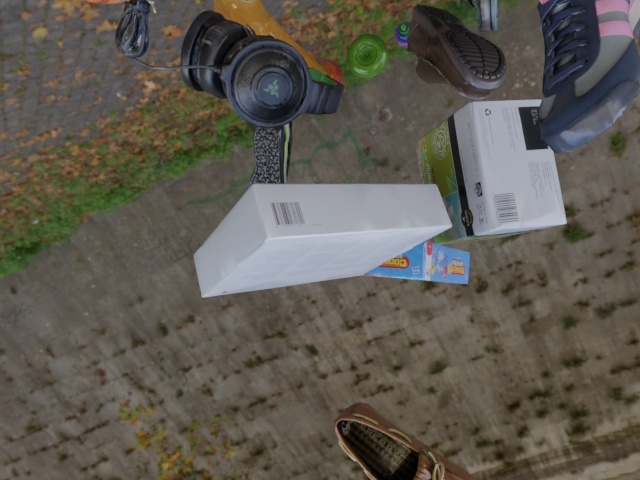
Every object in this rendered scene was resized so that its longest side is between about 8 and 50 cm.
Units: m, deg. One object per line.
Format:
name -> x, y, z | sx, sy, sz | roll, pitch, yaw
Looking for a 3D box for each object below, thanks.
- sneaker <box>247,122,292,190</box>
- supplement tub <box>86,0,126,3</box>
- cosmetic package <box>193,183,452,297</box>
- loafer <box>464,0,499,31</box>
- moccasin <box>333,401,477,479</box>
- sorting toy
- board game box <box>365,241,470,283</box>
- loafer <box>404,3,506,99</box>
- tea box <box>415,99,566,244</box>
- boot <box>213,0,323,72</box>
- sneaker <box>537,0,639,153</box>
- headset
sneaker -> -0.091, -0.163, 0.980 | 0.097, 0.084, 0.234 | -53, 162, -51
supplement tub -> -0.318, -0.506, 0.616 | 0.194, 0.315, 0.193 | -12, 173, -1
cosmetic package -> 0.000, 0.000, 0.836 | 0.378, 0.097, 0.284 | -4, 159, -35
loafer -> 0.283, -0.526, 0.864 | 0.084, 0.267, 0.096 | -4, -162, 24
moccasin -> 0.189, 0.465, 0.910 | 0.139, 0.380, 0.147 | -52, 159, 4
sorting toy -> 0.106, -0.544, 1.361 | 0.366, 0.126, 0.126 | -22, -177, 18
board game box -> 0.186, 0.054, 1.188 | 0.302, 0.086, 0.308 | 2, 175, 36
loafer -> 0.289, -0.402, 1.031 | 0.134, 0.130, 0.365 | 4, -137, -14
tea box -> 0.446, -0.170, 1.272 | 0.220, 0.328, 0.323 | -6, 173, -14
boot -> -0.125, -0.470, 1.046 | 0.104, 0.295, 0.211 | -56, 173, -8
sneaker -> 0.282, -0.237, 0.521 | 0.112, 0.131, 0.318 | -32, -154, 56
headset -> -0.120, -0.296, 0.722 | 0.243, 0.185, 0.394 | 36, -151, 30
